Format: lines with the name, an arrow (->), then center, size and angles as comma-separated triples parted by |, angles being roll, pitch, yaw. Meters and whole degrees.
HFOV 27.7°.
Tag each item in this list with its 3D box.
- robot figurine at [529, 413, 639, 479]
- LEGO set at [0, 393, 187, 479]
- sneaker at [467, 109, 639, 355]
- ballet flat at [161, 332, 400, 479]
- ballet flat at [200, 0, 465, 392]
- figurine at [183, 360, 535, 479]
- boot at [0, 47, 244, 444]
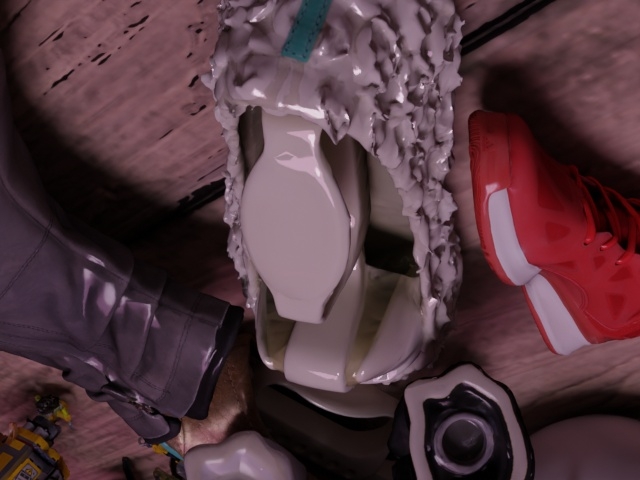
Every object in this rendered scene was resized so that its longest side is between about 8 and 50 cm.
robot figurine -> 0.243, 0.252, 0.937 | 0.353, 0.200, 0.300 | 32, 135, -28
LEGO set -> -0.114, 0.234, 1.082 | 0.331, 0.192, 0.255 | 12, 137, 35
sneaker -> 0.160, -0.012, 0.688 | 0.128, 0.087, 0.221 | -11, 154, 19
ballet flat -> 0.032, 0.166, 0.987 | 0.342, 0.116, 0.124 | 36, 123, -25
ballet flat -> 0.000, 0.000, 0.696 | 0.147, 0.147, 0.409 | 6, 148, 10
figurine -> 0.015, 0.143, 0.819 | 0.214, 0.092, 0.209 | -17, 175, 0
boot -> -0.141, 0.008, 0.752 | 0.222, 0.118, 0.338 | 26, 158, -3
